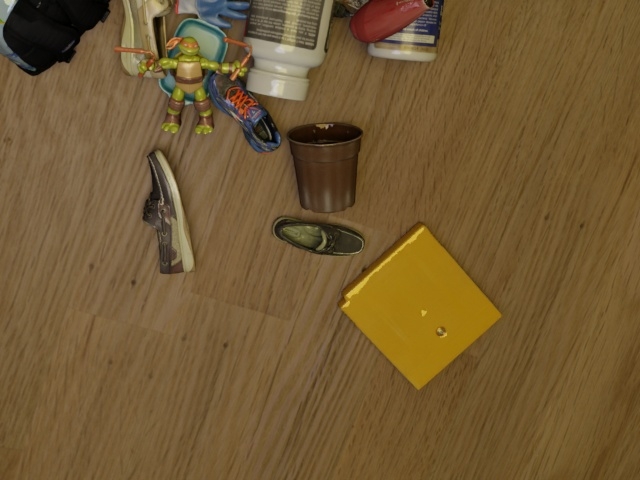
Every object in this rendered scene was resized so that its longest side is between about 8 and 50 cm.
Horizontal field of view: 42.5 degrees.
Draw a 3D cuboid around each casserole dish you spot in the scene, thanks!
[{"bbox_3d":[-0.270,-0.380,1.745,0.114,0.037,0.188,21,100,-16],"label":"casserole dish"}]

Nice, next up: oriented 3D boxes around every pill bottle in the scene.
[{"bbox_3d":[0.186,-0.518,1.737,0.153,0.153,0.265,2,106,-12],"label":"pill bottle"},{"bbox_3d":[-0.063,-0.457,1.691,0.176,0.176,0.319,8,103,-14],"label":"pill bottle"}]

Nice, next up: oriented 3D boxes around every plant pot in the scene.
[{"bbox_3d":[0.011,-0.157,1.807,0.166,0.167,0.165,-6,114,-10],"label":"plant pot"}]

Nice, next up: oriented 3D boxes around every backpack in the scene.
[{"bbox_3d":[-0.537,-0.462,1.500,0.290,0.355,0.273,-46,108,4],"label":"backpack"}]

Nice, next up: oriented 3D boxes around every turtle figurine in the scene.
[{"bbox_3d":[-0.279,-0.326,1.664,0.269,0.087,0.217,-5,130,-18],"label":"turtle figurine"}]

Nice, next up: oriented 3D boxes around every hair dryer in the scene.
[{"bbox_3d":[0.111,-0.509,1.647,0.080,0.293,0.224,-7,128,-43],"label":"hair dryer"}]

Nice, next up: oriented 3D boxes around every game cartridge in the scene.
[{"bbox_3d":[0.239,0.162,1.998,0.285,0.053,0.324,-42,107,2],"label":"game cartridge"}]

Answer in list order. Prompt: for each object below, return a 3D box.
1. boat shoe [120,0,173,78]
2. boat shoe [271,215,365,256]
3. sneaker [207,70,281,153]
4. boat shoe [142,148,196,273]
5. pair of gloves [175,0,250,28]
[{"bbox_3d":[-0.342,-0.478,1.653,0.098,0.109,0.302,9,110,9],"label":"boat shoe"},{"bbox_3d":[0.000,-0.001,1.886,0.223,0.073,0.080,13,103,-14],"label":"boat shoe"},{"bbox_3d":[-0.152,-0.278,1.759,0.083,0.087,0.221,-49,115,-13],"label":"sneaker"},{"bbox_3d":[-0.341,-0.054,1.789,0.092,0.103,0.285,-16,114,-12],"label":"boat shoe"},{"bbox_3d":[-0.220,-0.542,1.699,0.159,0.023,0.198,2,93,-16],"label":"pair of gloves"}]
